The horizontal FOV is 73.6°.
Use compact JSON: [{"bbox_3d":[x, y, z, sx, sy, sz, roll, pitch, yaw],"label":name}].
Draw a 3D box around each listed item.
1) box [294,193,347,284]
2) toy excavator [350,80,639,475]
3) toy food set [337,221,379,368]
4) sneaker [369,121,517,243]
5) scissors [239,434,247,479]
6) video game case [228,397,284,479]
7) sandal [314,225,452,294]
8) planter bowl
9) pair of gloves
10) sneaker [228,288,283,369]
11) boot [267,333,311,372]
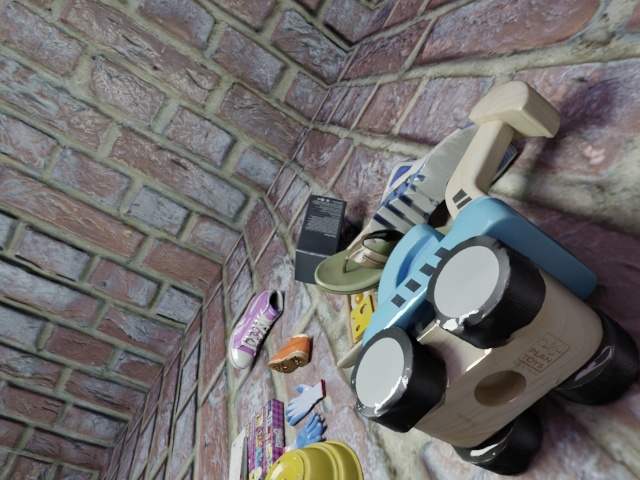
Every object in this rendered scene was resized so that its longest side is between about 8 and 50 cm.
[{"bbox_3d":[0.000,0.000,1.199,0.153,0.108,0.207,98,-175,-52],"label":"box"},{"bbox_3d":[0.217,0.003,0.604,0.433,0.222,0.445,-52,22,21],"label":"toy excavator"},{"bbox_3d":[0.096,0.103,0.942,0.219,0.092,0.306,-50,23,27],"label":"toy food set"},{"bbox_3d":[0.225,-0.139,0.892,0.315,0.127,0.182,-42,20,28],"label":"sneaker"},{"bbox_3d":[-0.168,0.556,0.958,0.109,0.021,0.297,-48,19,28],"label":"scissors"},{"bbox_3d":[-0.159,0.542,1.040,0.210,0.042,0.232,-53,22,20],"label":"video game case"},{"bbox_3d":[0.124,0.018,0.830,0.303,0.086,0.120,-19,36,19],"label":"sandal"},{"bbox_3d":[-0.038,0.441,0.750,0.217,0.090,0.217,-37,24,20],"label":"planter bowl"},{"bbox_3d":[-0.040,0.407,0.968,0.159,0.023,0.198,-48,25,30],"label":"pair of gloves"},{"bbox_3d":[-0.208,0.282,1.416,0.161,0.102,0.282,-29,37,50],"label":"sneaker"},{"bbox_3d":[-0.082,0.305,1.156,0.158,0.059,0.084,-32,31,37],"label":"boot"}]
